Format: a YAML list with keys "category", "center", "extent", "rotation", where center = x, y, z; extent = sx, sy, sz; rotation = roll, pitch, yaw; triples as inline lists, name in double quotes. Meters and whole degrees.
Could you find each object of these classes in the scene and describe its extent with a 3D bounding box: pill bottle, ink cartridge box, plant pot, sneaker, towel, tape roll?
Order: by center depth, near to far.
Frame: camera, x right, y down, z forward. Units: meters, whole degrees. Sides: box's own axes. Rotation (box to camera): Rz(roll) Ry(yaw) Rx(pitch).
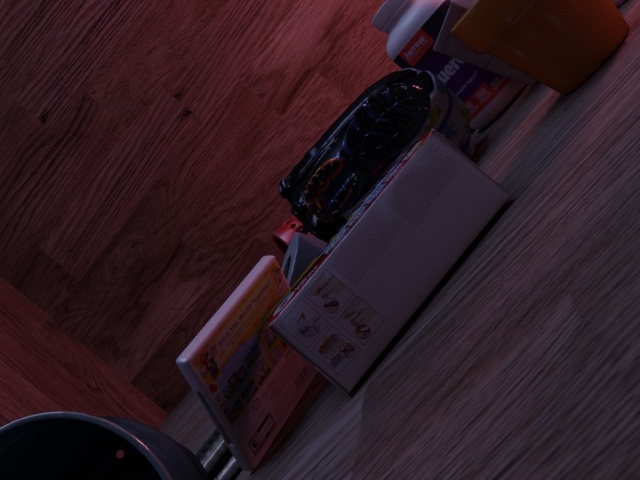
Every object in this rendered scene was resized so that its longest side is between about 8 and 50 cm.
- category: "plant pot"
  center: [-0.237, 0.323, 0.839]
  extent: [0.271, 0.272, 0.255]
  rotation: [-50, -12, -2]
- category: "ink cartridge box"
  center: [0.071, 0.030, 1.002]
  extent: [0.309, 0.130, 0.272]
  rotation: [-50, 2, -6]
- category: "sneaker"
  center: [0.065, -0.122, 1.018]
  extent: [0.221, 0.083, 0.087]
  rotation: [-46, -7, 17]
- category: "plant pot"
  center: [0.325, -0.318, 1.072]
  extent: [0.205, 0.188, 0.205]
  rotation: [-49, 3, 3]
- category: "towel"
  center: [-0.207, 0.407, 1.223]
  extent: [0.324, 0.056, 0.312]
  rotation: [-53, 1, -17]
- category: "pill bottle"
  center: [0.266, -0.392, 1.547]
  extent: [0.181, 0.323, 0.181]
  rotation: [-50, 3, 3]
- category: "tape roll"
  center: [-0.047, 0.095, 1.610]
  extent: [0.219, 0.072, 0.219]
  rotation: [-166, 90, -82]
- category: "plant pot"
  center: [0.000, 0.000, 1.913]
  extent: [0.174, 0.191, 0.191]
  rotation: [-41, 2, -9]

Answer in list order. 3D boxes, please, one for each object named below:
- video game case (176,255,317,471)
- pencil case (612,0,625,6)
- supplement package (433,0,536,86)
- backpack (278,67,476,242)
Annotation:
- category: "video game case"
  center: [-0.088, 0.169, 1.054]
  extent: [0.026, 0.206, 0.227]
  rotation: [-3, 34, 36]
- category: "pencil case"
  center: [0.524, -0.479, 1.258]
  extent: [0.206, 0.086, 0.088]
  rotation: [-49, -21, -14]
- category: "supplement package"
  center: [0.346, -0.431, 1.384]
  extent: [0.149, 0.203, 0.194]
  rotation: [103, -171, -69]
- category: "backpack"
  center: [0.121, -0.161, 1.429]
  extent: [0.355, 0.274, 0.290]
  rotation: [-61, 24, 10]
